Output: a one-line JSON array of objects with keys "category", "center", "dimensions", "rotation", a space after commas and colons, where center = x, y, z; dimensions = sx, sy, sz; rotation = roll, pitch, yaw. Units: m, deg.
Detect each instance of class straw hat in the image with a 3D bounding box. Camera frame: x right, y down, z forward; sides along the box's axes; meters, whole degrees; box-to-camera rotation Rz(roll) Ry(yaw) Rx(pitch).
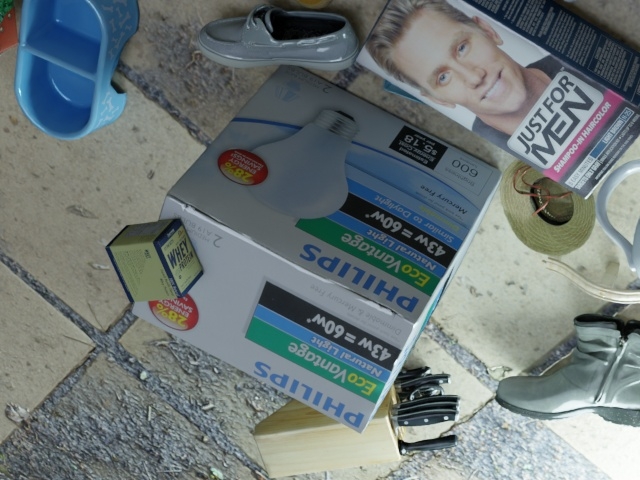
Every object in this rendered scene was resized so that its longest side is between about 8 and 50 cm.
[{"category": "straw hat", "center": [0.314, -0.056, 2.024], "dimensions": [0.144, 0.061, 0.144], "rotation": [12, 113, 30]}]

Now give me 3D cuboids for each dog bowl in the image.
[{"category": "dog bowl", "center": [-0.361, -0.272, 2.199], "dimensions": [0.166, 0.074, 0.297], "rotation": [24, 130, 9]}]

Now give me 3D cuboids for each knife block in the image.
[{"category": "knife block", "center": [0.072, 0.285, 2.281], "dimensions": [0.242, 0.275, 0.088], "rotation": [22, 137, 51]}]

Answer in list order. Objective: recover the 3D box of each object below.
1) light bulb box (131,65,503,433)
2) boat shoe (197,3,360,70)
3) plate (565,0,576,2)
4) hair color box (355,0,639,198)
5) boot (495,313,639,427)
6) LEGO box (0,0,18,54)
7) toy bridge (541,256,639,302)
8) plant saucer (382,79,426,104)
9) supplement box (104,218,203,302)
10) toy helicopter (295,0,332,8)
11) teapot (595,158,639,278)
[{"category": "light bulb box", "center": [0.000, 0.000, 2.023], "dimensions": [0.358, 0.361, 0.225], "rotation": [27, 131, 6]}, {"category": "boat shoe", "center": [-0.060, -0.281, 2.030], "dimensions": [0.227, 0.079, 0.081], "rotation": [6, 143, 15]}, {"category": "plate", "center": [0.306, -0.427, 1.717], "dimensions": [0.278, 0.045, 0.277], "rotation": [-25, 108, 41]}, {"category": "hair color box", "center": [0.237, -0.216, 1.895], "dimensions": [0.347, 0.105, 0.174], "rotation": [31, 136, -1]}, {"category": "boot", "center": [0.369, 0.172, 2.162], "dimensions": [0.246, 0.083, 0.161], "rotation": [3, 117, 18]}, {"category": "LEGO box", "center": [-0.697, -0.448, 2.119], "dimensions": [0.500, 0.193, 0.372], "rotation": [11, 119, 23]}, {"category": "toy bridge", "center": [0.390, 0.054, 2.064], "dimensions": [0.188, 0.063, 0.026], "rotation": [16, 129, 16]}, {"category": "plant saucer", "center": [0.131, -0.269, 1.992], "dimensions": [0.067, 0.018, 0.192], "rotation": [21, 129, 12]}, {"category": "supplement box", "center": [-0.204, 0.025, 1.868], "dimensions": [0.083, 0.056, 0.083], "rotation": [-6, 118, 31]}, {"category": "toy helicopter", "center": [0.003, -0.427, 1.880], "dimensions": [0.235, 0.140, 0.355], "rotation": [20, 143, 17]}, {"category": "teapot", "center": [0.506, -0.028, 1.875], "dimensions": [0.256, 0.187, 0.252], "rotation": [18, 158, -14]}]
